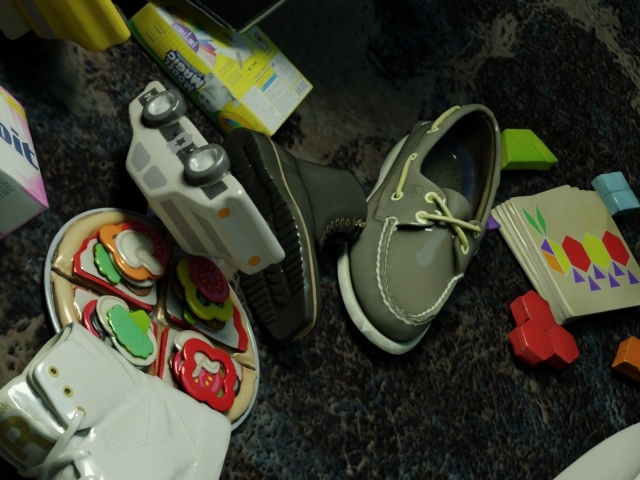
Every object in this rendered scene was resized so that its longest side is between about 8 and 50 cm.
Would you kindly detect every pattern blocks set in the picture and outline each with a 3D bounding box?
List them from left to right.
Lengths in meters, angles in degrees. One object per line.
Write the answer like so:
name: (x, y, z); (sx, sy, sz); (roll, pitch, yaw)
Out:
pattern blocks set: (0.252, 0.014, 1.896); (0.325, 0.026, 0.285); (5, 56, -47)

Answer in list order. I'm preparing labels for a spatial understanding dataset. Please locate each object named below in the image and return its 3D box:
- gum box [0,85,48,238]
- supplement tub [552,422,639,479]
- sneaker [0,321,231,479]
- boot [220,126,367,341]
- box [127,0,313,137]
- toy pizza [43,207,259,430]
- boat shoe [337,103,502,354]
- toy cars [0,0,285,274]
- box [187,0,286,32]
gum box: (-0.268, -0.085, 1.305); (0.188, 0.062, 0.107); (44, 20, -46)
supplement tub: (0.299, 0.323, 1.499); (0.316, 0.228, 0.228); (50, 35, -4)
sneaker: (-0.161, 0.173, 1.228); (0.169, 0.108, 0.292); (37, 28, -17)
boot: (0.000, 0.000, 1.579); (0.137, 0.077, 0.198); (16, 49, -41)
box: (-0.096, -0.168, 1.651); (0.179, 0.043, 0.105); (49, 35, -9)
toy pizza: (-0.119, 0.058, 1.430); (0.201, 0.032, 0.201); (29, 41, -29)
boat shoe: (0.096, -0.020, 1.691); (0.109, 0.091, 0.305); (41, 36, -15)
toy cars: (-0.166, -0.121, 1.472); (0.394, 0.087, 0.176); (55, -4, 9)
box: (-0.017, -0.524, 1.603); (0.297, 0.480, 0.472); (36, 30, -38)
